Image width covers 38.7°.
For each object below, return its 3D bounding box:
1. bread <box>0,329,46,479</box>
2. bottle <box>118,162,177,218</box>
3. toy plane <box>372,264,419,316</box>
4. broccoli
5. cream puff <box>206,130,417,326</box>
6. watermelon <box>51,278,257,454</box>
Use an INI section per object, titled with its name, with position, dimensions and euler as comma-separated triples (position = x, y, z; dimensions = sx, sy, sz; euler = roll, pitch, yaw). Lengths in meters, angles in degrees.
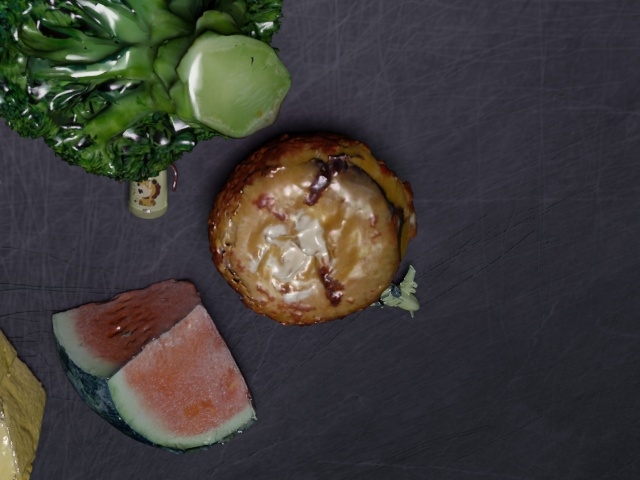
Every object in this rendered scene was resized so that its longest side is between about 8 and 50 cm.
[bread]
position = -0.495, 0.208, 1.070
dimensions = 0.264, 0.198, 0.236
euler = -18, 123, -1
[bottle]
position = -0.195, -0.076, 1.028
dimensions = 0.063, 0.047, 0.101
euler = -8, 127, -23
[toy plane]
position = 0.099, 0.073, 1.239
dimensions = 0.102, 0.040, 0.111
euler = -31, 130, 32
[broccoli]
position = -0.155, -0.180, 0.810
dimensions = 0.298, 0.297, 0.297
euler = -12, 114, -29
[cream puff]
position = -0.010, -0.019, 1.054
dimensions = 0.240, 0.164, 0.240
euler = 2, 117, 4
[watermelon]
position = -0.186, 0.171, 1.169
dimensions = 0.318, 0.148, 0.226
euler = 27, 107, -34
